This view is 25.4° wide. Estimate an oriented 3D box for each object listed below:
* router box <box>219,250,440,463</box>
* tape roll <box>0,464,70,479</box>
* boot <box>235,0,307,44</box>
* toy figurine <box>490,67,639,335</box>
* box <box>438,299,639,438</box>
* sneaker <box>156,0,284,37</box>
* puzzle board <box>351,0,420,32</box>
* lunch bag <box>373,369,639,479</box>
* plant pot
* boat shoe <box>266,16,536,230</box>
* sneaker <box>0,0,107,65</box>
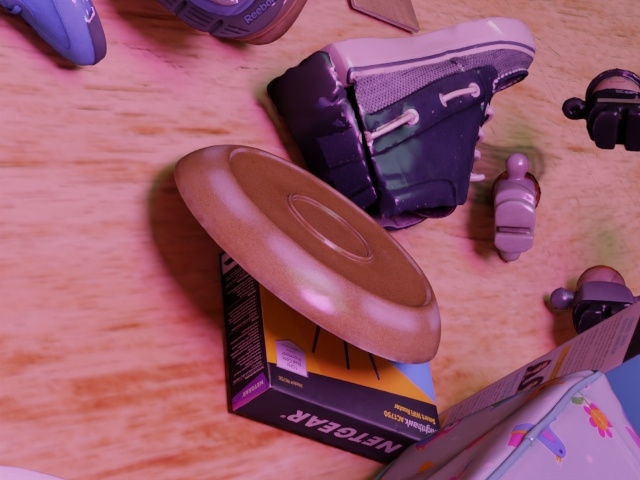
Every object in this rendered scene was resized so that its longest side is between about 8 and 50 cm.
[{"bbox_3d":[0.009,0.083,1.052,0.179,0.046,0.133,24,45,-38],"label":"router box"},{"bbox_3d":[-0.117,0.277,0.642,0.392,0.072,0.392,35,25,-19],"label":"tape roll"},{"bbox_3d":[-0.011,-0.259,1.264,0.115,0.112,0.305,58,33,-36],"label":"boot"},{"bbox_3d":[0.272,-0.029,1.324,0.213,0.209,0.148,44,20,-8],"label":"toy figurine"},{"bbox_3d":[0.178,0.127,1.047,0.060,0.244,0.100,50,35,-7],"label":"box"},{"bbox_3d":[-0.159,-0.258,1.092,0.297,0.111,0.129,38,7,-9],"label":"sneaker"},{"bbox_3d":[0.049,-0.271,1.418,0.096,0.011,0.128,12,53,-44],"label":"puzzle board"},{"bbox_3d":[0.083,0.200,0.901,0.108,0.224,0.279,55,40,1],"label":"lunch bag"},{"bbox_3d":[0.000,0.000,1.037,0.236,0.032,0.236,34,16,-11],"label":"plant pot"},{"bbox_3d":[0.101,-0.099,1.263,0.340,0.127,0.158,-17,83,-46],"label":"boat shoe"},{"bbox_3d":[-0.233,-0.197,0.984,0.082,0.069,0.209,-43,109,-22],"label":"sneaker"}]
